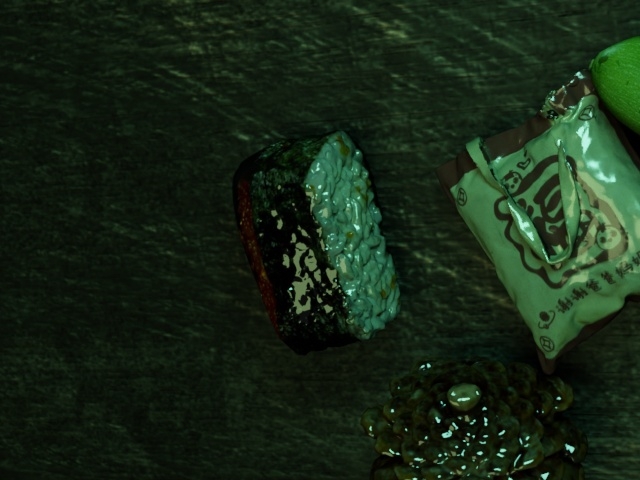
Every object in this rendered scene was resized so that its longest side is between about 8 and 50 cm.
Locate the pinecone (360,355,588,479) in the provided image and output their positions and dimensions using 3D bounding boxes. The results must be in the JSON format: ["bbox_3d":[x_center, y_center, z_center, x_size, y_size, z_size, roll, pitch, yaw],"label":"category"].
[{"bbox_3d":[0.160,0.235,1.805,0.224,0.224,0.272,8,138,26],"label":"pinecone"}]

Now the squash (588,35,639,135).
[{"bbox_3d":[0.405,-0.070,1.543,0.395,0.107,0.107,36,123,18],"label":"squash"}]

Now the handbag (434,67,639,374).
[{"bbox_3d":[0.244,-0.020,1.705,0.213,0.127,0.235,-35,78,34],"label":"handbag"}]

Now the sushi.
[{"bbox_3d":[0.000,0.000,1.843,0.126,0.136,0.225,-18,93,31],"label":"sushi"}]
